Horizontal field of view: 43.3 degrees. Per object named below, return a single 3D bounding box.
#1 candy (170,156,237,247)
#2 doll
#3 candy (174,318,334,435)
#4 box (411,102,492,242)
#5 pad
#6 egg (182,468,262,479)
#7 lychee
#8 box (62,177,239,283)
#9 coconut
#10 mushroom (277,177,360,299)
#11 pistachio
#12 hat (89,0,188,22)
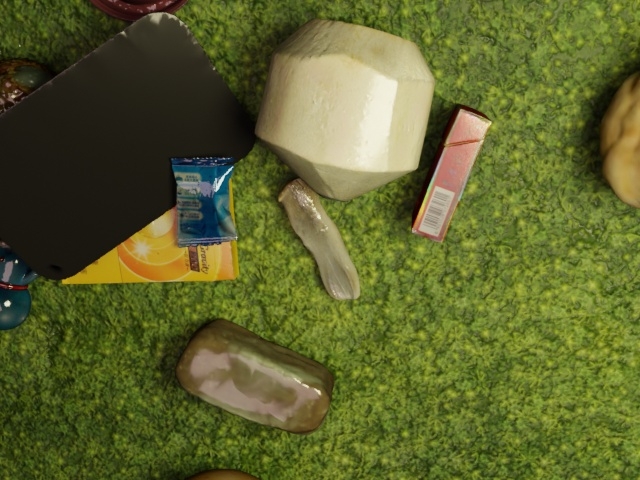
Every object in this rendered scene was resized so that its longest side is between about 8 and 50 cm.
[{"bbox_3d":[-0.162,-0.052,1.135,0.088,0.038,0.136,-3,113,-5],"label":"candy"},{"bbox_3d":[-0.480,0.074,1.230,0.114,0.085,0.152,17,95,17],"label":"doll"},{"bbox_3d":[-0.094,0.204,1.201,0.234,0.104,0.102,25,106,0],"label":"candy"},{"bbox_3d":[0.173,-0.094,1.093,0.048,0.112,0.175,21,105,2],"label":"box"},{"bbox_3d":[-0.311,-0.152,1.088,0.375,0.063,0.315,-34,125,-1],"label":"pad"},{"bbox_3d":[-0.150,0.514,1.193,0.282,0.282,0.351,3,103,6],"label":"egg"},{"bbox_3d":[-0.423,-0.169,1.125,0.171,0.171,0.171,2,104,6],"label":"lychee"},{"bbox_3d":[-0.261,-0.012,1.200,0.269,0.043,0.152,-2,104,8],"label":"box"},{"bbox_3d":[0.031,-0.162,1.043,0.241,0.241,0.241,2,104,6],"label":"coconut"},{"bbox_3d":[0.003,-0.001,1.172,0.059,0.054,0.202,-23,105,17],"label":"mushroom"},{"bbox_3d":[0.500,-0.150,0.989,0.321,0.229,0.238,-31,140,8],"label":"pistachio"},{"bbox_3d":[-0.254,-0.395,1.080,0.205,0.089,0.205,2,104,7],"label":"hat"}]
